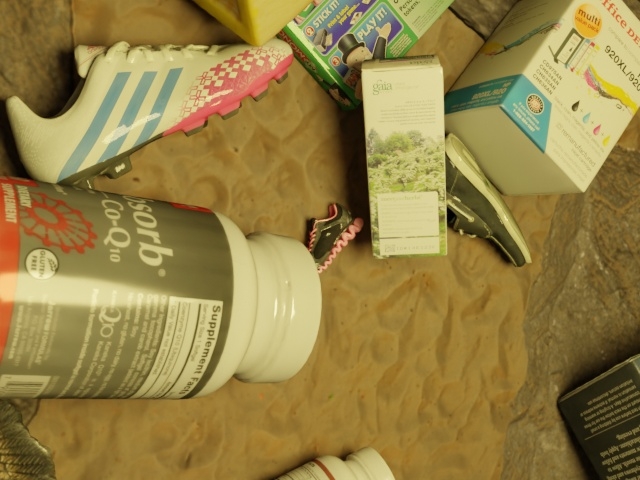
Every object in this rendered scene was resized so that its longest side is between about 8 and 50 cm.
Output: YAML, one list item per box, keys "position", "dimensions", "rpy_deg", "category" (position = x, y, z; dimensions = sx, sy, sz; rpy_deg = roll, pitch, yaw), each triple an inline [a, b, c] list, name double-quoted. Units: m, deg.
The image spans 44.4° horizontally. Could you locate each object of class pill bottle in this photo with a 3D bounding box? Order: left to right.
- position: [-0.196, 0.058, 0.811]
  dimensions: [0.363, 0.210, 0.210]
  rpy_deg: [8, 89, -34]
  category: "pill bottle"
- position: [-0.014, 0.341, 0.963]
  dimensions: [0.216, 0.121, 0.121]
  rpy_deg: [-21, 101, -21]
  category: "pill bottle"

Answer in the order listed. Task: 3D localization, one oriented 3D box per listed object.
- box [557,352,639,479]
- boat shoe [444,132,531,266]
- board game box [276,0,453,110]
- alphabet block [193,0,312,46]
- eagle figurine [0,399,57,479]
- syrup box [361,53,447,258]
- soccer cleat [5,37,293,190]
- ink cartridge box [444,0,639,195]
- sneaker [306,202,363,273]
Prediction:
- position: [0.582, 0.320, 1.084]
  dimensions: [0.294, 0.212, 0.395]
  rpy_deg: [-18, 69, -22]
  category: "box"
- position: [0.212, -0.043, 1.080]
  dimensions: [0.079, 0.084, 0.233]
  rpy_deg: [-34, 117, 20]
  category: "boat shoe"
- position: [0.069, -0.354, 1.006]
  dimensions: [0.213, 0.046, 0.317]
  rpy_deg: [46, 75, -18]
  category: "board game box"
- position: [-0.075, -0.365, 0.832]
  dimensions: [0.193, 0.192, 0.197]
  rpy_deg: [39, 75, 19]
  category: "alphabet block"
- position: [-0.363, 0.270, 0.776]
  dimensions: [0.225, 0.226, 0.298]
  rpy_deg: [-39, 113, 4]
  category: "eagle figurine"
- position: [0.104, -0.103, 0.962]
  dimensions: [0.093, 0.096, 0.236]
  rpy_deg: [-3, 109, 6]
  category: "syrup box"
- position: [-0.184, -0.174, 0.866]
  dimensions: [0.331, 0.116, 0.143]
  rpy_deg: [-33, 105, -18]
  category: "soccer cleat"
- position: [0.305, -0.202, 1.049]
  dimensions: [0.171, 0.168, 0.232]
  rpy_deg: [41, 76, -19]
  category: "ink cartridge box"
- position: [0.000, 0.000, 0.998]
  dimensions: [0.057, 0.047, 0.119]
  rpy_deg: [46, 68, -12]
  category: "sneaker"
